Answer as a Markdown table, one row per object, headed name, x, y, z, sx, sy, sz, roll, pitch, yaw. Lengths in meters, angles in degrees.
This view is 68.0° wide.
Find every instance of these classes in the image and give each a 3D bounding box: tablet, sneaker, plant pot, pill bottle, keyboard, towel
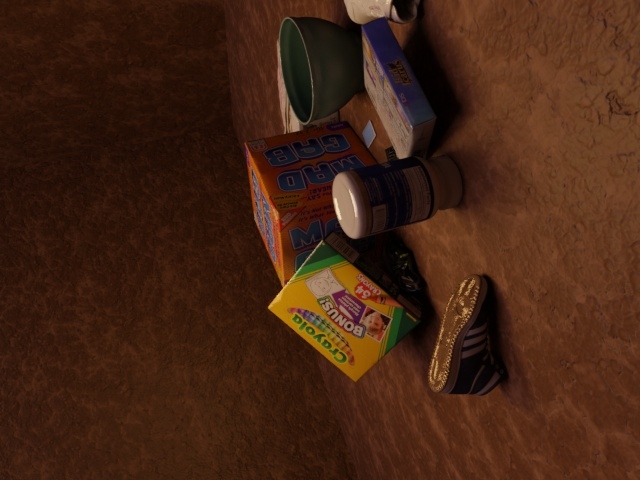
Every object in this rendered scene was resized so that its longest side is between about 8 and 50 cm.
| name | x | y | z | sx | sy | sz | roll | pitch | yaw |
| --- | --- | --- | --- | --- | --- | --- | --- | --- | --- |
| tablet | 0.149 | -0.324 | 1.449 | 0.083 | 0.006 | 0.054 | 124 | 130 | -70 |
| sneaker | 0.138 | -0.534 | 1.055 | 0.305 | 0.114 | 0.151 | -177 | 73 | -74 |
| plant pot | 0.017 | -0.504 | 1.378 | 0.293 | 0.197 | 0.292 | 164 | 90 | -75 |
| pill bottle | 0.174 | -0.105 | 1.070 | 0.153 | 0.265 | 0.153 | 166 | 90 | -74 |
| keyboard | 0.208 | -0.166 | 1.332 | 0.100 | 0.038 | 0.191 | 170 | 86 | -76 |
| sneaker | 0.239 | 0.069 | 1.394 | 0.078 | 0.067 | 0.188 | 85 | 166 | -55 |
| towel | -0.146 | -0.639 | 2.015 | 0.331 | 0.054 | 0.316 | 93 | 170 | -46 |
| sneaker | 0.360 | 0.224 | 1.090 | 0.099 | 0.153 | 0.281 | -150 | 76 | -73 |

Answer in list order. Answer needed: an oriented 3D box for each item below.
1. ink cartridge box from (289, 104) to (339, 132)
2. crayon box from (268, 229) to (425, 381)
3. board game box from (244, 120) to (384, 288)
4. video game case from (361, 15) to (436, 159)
| name | x | y | z | sx | sy | sz | roll | pitch | yaw |
| --- | --- | --- | --- | --- | --- | --- | --- | --- | --- |
| ink cartridge box | -0.016 | -0.390 | 1.698 | 0.093 | 0.155 | 0.212 | -126 | 25 | -54 |
| crayon box | 0.073 | 0.204 | 1.440 | 0.363 | 0.106 | 0.313 | 40 | 117 | 3 |
| board game box | -0.019 | -0.122 | 1.578 | 0.356 | 0.357 | 0.356 | 91 | 159 | -48 |
| video game case | 0.176 | -0.327 | 1.100 | 0.244 | 0.061 | 0.269 | 59 | -171 | -75 |
